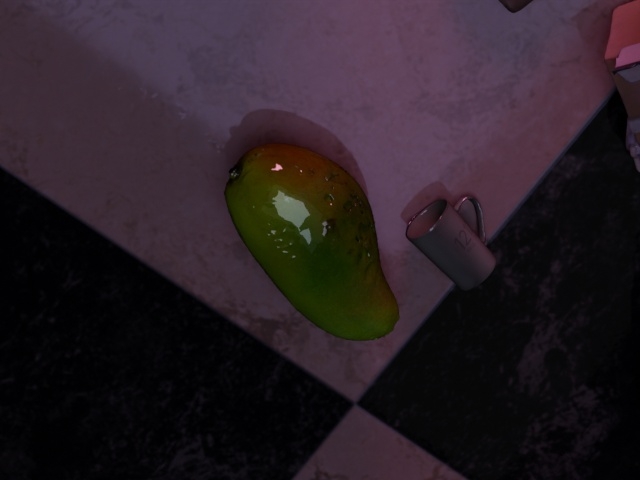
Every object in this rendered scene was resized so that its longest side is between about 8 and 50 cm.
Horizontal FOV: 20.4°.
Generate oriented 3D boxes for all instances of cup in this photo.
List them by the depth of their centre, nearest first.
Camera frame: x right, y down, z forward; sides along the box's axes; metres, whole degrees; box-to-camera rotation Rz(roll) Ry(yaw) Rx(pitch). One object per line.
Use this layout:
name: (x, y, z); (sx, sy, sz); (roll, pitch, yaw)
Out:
cup: (0.135, -0.001, 1.777); (0.083, 0.075, 0.054); (45, 139, -20)

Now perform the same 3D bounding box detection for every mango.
mango: (0.000, 0.000, 1.733); (0.125, 0.111, 0.233); (-36, 109, 14)

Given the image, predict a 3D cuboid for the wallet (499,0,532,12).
wallet: (0.207, -0.299, 1.672); (0.152, 0.039, 0.118); (-39, 109, 12)

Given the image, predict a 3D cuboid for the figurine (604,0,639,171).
figurine: (0.364, -0.121, 1.707); (0.162, 0.141, 0.237); (-19, 115, 34)
